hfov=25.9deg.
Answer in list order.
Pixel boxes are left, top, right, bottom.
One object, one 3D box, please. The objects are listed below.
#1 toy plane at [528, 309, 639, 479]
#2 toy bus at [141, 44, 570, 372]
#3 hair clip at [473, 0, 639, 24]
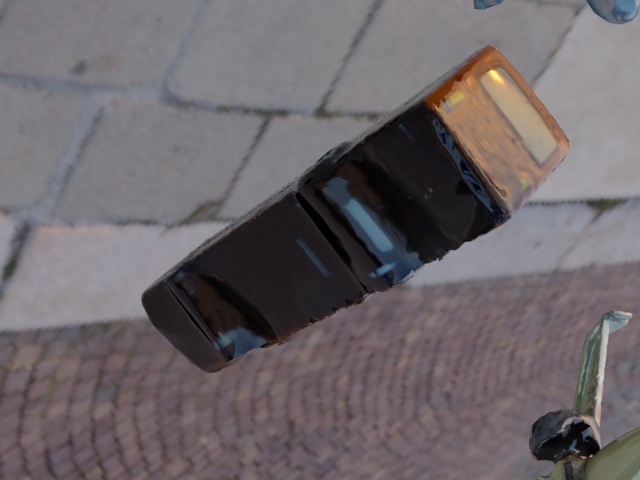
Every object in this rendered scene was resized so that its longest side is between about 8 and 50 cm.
[{"bbox_3d":[0.137,0.155,0.733,0.092,0.229,0.244,19,134,-17],"label":"toy plane"},{"bbox_3d":[0.000,0.000,0.911,0.092,0.093,0.409,-43,-173,-33],"label":"toy bus"},{"bbox_3d":[0.120,-0.225,0.517,0.238,0.318,0.392,-61,144,-16],"label":"hair clip"}]
